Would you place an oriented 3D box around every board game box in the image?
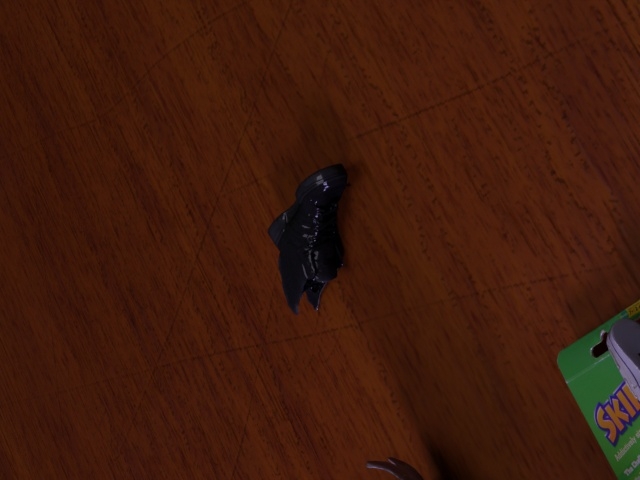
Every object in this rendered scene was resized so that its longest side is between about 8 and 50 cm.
[{"bbox_3d":[0.287,0.177,1.080,0.124,0.039,0.259,-43,71,47],"label":"board game box"}]

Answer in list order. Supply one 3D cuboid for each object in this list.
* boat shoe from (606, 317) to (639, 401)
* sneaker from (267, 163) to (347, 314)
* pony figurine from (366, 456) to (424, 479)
[{"bbox_3d":[0.250,0.107,1.057,0.100,0.035,0.035,56,164,17],"label":"boat shoe"},{"bbox_3d":[-0.002,0.001,1.367,0.089,0.051,0.170,62,145,15],"label":"sneaker"},{"bbox_3d":[0.140,0.372,1.175,0.363,0.303,0.351,-17,98,37],"label":"pony figurine"}]
